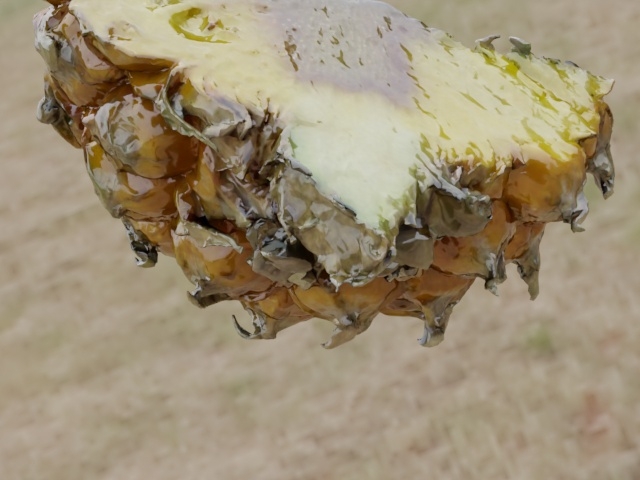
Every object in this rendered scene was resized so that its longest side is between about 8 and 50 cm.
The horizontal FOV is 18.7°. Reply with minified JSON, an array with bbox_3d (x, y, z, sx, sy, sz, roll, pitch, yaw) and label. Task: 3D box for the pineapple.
[{"bbox_3d":[0.005,0.001,0.741,0.249,0.140,0.164,6,34,-27],"label":"pineapple"}]
